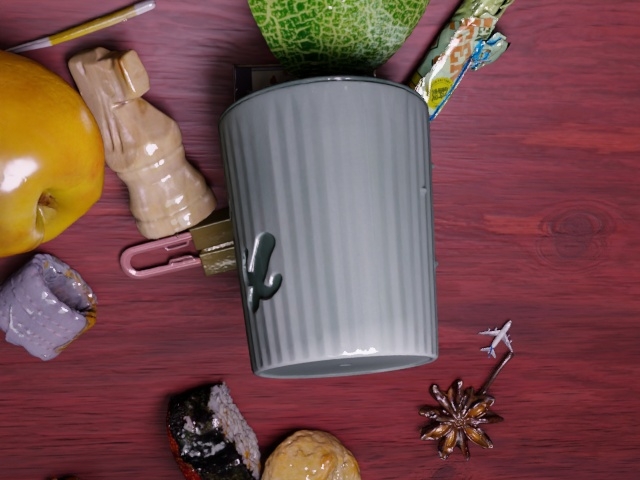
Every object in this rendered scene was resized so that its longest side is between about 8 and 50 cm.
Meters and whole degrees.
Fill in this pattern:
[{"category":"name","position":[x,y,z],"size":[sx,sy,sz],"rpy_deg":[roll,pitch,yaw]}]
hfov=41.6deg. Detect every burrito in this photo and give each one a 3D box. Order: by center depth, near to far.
[{"category":"burrito","position":[0.231,-0.300,1.344],"size":[0.104,0.054,0.288],"rpy_deg":[26,109,-21]}]

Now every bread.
[{"category":"bread","position":[-0.008,0.487,1.620],"size":[0.244,0.134,0.244],"rpy_deg":[-10,104,-45]}]

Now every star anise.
[{"category":"star anise","position":[0.303,0.340,1.668],"size":[0.234,0.073,0.177],"rpy_deg":[-23,103,5]}]

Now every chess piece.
[{"category":"chess piece","position":[-0.279,-0.156,1.296],"size":[0.137,0.137,0.301],"rpy_deg":[-24,114,2]}]

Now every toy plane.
[{"category":"toy plane","position":[0.344,0.188,1.627],"size":[0.078,0.024,0.084],"rpy_deg":[28,101,-5]}]

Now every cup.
[{"category":"cup","position":[0.024,-0.003,1.245],"size":[0.310,0.401,0.392],"rpy_deg":[-6,76,8]}]

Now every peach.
[{"category":"peach","position":[-0.469,-0.139,1.187],"size":[0.308,0.289,0.289],"rpy_deg":[43,105,9]}]

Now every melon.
[{"category":"melon","position":[0.028,-0.401,1.188],"size":[0.331,0.226,0.344],"rpy_deg":[-14,105,-22]}]

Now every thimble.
[{"category":"thimble","position":[-0.454,0.109,1.386],"size":[0.118,0.127,0.151],"rpy_deg":[-38,114,11]}]

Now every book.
[{"category":"book","position":[-0.025,-0.209,1.361],"size":[0.231,0.026,0.157],"rpy_deg":[-4,117,-8]}]

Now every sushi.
[{"category":"sushi","position":[-0.195,0.377,1.564],"size":[0.126,0.136,0.225],"rpy_deg":[-13,123,6]}]

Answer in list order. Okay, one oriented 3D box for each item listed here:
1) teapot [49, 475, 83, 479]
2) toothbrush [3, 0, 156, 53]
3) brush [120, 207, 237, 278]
[{"category":"teapot","position":[-0.482,0.498,1.597],"size":[0.116,0.116,0.173],"rpy_deg":[37,132,-24]},{"category":"toothbrush","position":[-0.380,-0.302,1.254],"size":[0.288,0.021,0.024],"rpy_deg":[-20,129,0]},{"category":"brush","position":[-0.225,0.018,1.427],"size":[0.233,0.047,0.103],"rpy_deg":[-15,118,-1]}]
